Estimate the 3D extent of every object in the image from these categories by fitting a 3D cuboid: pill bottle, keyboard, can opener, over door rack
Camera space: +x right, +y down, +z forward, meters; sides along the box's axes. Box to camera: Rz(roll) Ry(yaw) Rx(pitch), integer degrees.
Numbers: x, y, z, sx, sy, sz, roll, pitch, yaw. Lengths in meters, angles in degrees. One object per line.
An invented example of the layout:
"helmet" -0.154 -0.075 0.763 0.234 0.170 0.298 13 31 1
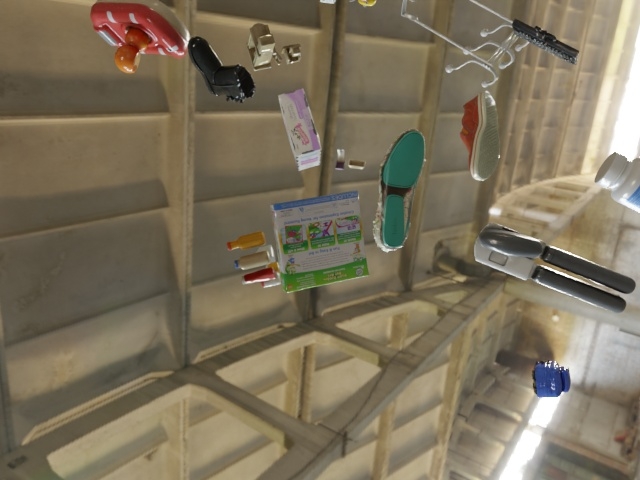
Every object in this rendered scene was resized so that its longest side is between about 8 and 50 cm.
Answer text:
"pill bottle" 0.813 -0.132 1.352 0.124 0.221 0.124 -59 -7 -12
"keyboard" 0.557 -0.495 1.348 0.023 0.180 0.108 -56 -21 10
"can opener" 0.404 0.050 0.938 0.095 0.283 0.076 -39 -30 -78
"over door rack" 0.395 -0.585 1.499 0.239 0.324 0.108 -47 -2 -30

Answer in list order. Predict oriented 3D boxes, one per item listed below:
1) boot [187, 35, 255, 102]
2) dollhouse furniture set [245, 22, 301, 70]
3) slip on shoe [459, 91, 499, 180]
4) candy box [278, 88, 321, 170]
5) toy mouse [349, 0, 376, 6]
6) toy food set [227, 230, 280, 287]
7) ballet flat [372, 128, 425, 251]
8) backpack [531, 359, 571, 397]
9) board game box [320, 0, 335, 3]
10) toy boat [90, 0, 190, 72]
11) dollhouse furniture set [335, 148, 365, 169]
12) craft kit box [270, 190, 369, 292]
"boot" -0.171 -0.299 0.950 0.045 0.099 0.121 -47 -45 -27
"dollhouse furniture set" -0.129 -0.610 1.636 0.160 0.182 0.101 -17 -91 -15
"slip on shoe" 0.495 -0.323 1.712 0.123 0.101 0.332 34 -127 -36
"candy box" -0.053 -0.289 1.442 0.196 0.070 0.165 107 147 -87
"toy mouse" 0.164 -0.753 1.629 0.161 0.143 0.031 -31 -92 -31
"toy food set" -0.187 0.071 1.576 0.232 0.104 0.111 72 -175 -64
"ballet flat" 0.144 -0.099 1.067 0.091 0.077 0.241 12 -85 -14
"backpack" 0.641 0.385 1.509 0.120 0.101 0.098 6 -105 -60
"board game box" 0.047 -0.890 1.593 0.193 0.053 0.306 58 -132 -67
"toy boat" -0.410 -0.443 1.209 0.151 0.230 0.151 45 -122 -65
"dollhouse furniture set" 0.117 -0.326 2.056 0.081 0.114 0.091 88 -169 -54
"craft kit box" 0.000 0.000 1.515 0.249 0.061 0.247 -10 -85 -16
